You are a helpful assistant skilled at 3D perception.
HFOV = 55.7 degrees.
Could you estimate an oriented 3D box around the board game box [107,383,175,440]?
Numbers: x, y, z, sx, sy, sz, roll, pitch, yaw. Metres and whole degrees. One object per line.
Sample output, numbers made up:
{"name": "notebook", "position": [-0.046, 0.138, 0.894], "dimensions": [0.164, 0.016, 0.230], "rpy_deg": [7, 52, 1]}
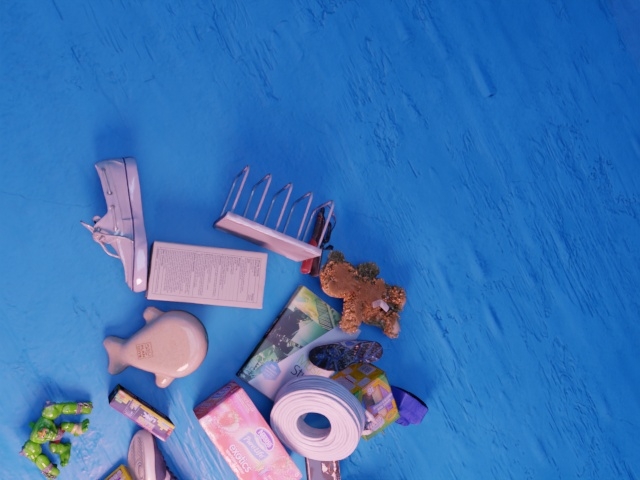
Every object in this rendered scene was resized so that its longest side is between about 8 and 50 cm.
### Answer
{"name": "board game box", "position": [-0.465, 0.443, 1.565], "dimensions": [0.170, 0.141, 0.048], "rpy_deg": [38, 74, -12]}

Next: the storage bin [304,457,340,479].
{"name": "storage bin", "position": [0.004, 0.645, 1.742], "dimensions": [0.091, 0.098, 0.135], "rpy_deg": [-6, 87, -10]}

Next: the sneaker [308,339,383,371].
{"name": "sneaker", "position": [0.071, 0.329, 1.745], "dimensions": [0.211, 0.081, 0.080], "rpy_deg": [-3, 87, -3]}

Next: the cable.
{"name": "cable", "position": [-0.010, 0.487, 1.644], "dimensions": [0.257, 0.089, 0.257], "rpy_deg": [-32, 105, 25]}

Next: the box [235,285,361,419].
{"name": "box", "position": [-0.058, 0.325, 1.764], "dimensions": [0.232, 0.058, 0.322], "rpy_deg": [39, 72, -13]}

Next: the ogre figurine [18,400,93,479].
{"name": "ogre figurine", "position": [-0.668, 0.489, 1.519], "dimensions": [0.118, 0.097, 0.197], "rpy_deg": [34, 90, -32]}

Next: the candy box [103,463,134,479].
{"name": "candy box", "position": [-0.559, 0.677, 1.529], "dimensions": [0.206, 0.105, 0.027], "rpy_deg": [-41, 139, -15]}

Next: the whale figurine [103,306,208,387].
{"name": "whale figurine", "position": [-0.432, 0.281, 1.616], "dimensions": [0.272, 0.141, 0.216], "rpy_deg": [-13, 89, 4]}

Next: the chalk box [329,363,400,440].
{"name": "chalk box", "position": [0.132, 0.478, 1.761], "dimensions": [0.132, 0.132, 0.212], "rpy_deg": [-28, 112, -24]}

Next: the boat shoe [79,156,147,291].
{"name": "boat shoe", "position": [-0.545, -0.040, 1.587], "dimensions": [0.157, 0.136, 0.366], "rpy_deg": [-6, 84, -20]}

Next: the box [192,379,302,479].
{"name": "box", "position": [-0.200, 0.547, 1.640], "dimensions": [0.142, 0.154, 0.299], "rpy_deg": [-35, 96, -16]}

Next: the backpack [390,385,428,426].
{"name": "backpack", "position": [0.257, 0.510, 1.841], "dimensions": [0.120, 0.098, 0.101], "rpy_deg": [34, 84, -27]}

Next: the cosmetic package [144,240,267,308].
{"name": "cosmetic package", "position": [-0.314, 0.097, 1.667], "dimensions": [0.310, 0.113, 0.160], "rpy_deg": [8, 82, -19]}

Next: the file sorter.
{"name": "file sorter", "position": [-0.130, -0.075, 1.708], "dimensions": [0.278, 0.193, 0.172], "rpy_deg": [22, 75, -16]}

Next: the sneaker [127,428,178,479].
{"name": "sneaker", "position": [-0.401, 0.660, 1.589], "dimensions": [0.148, 0.131, 0.349], "rpy_deg": [-6, 82, -40]}

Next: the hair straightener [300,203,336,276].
{"name": "hair straightener", "position": [0.000, 0.000, 1.830], "dimensions": [0.089, 0.047, 0.230], "rpy_deg": [27, 67, -46]}

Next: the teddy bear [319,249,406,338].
{"name": "teddy bear", "position": [0.125, 0.166, 1.808], "dimensions": [0.338, 0.113, 0.244], "rpy_deg": [13, 75, -33]}
